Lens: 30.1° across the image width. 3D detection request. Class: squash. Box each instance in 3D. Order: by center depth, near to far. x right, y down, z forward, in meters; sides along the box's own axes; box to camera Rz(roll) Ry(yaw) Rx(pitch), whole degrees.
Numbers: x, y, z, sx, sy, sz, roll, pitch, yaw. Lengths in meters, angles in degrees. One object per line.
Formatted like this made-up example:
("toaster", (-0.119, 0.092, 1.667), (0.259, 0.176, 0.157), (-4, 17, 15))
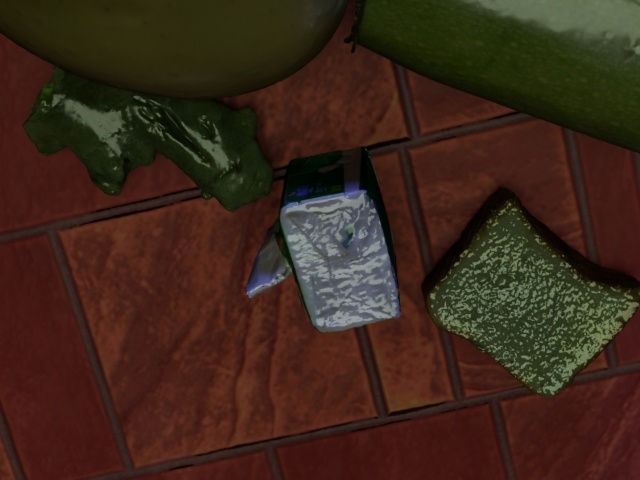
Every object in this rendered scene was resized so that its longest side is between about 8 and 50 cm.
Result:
("squash", (0.232, -0.254, 1.200), (0.384, 0.263, 0.263), (18, 107, -3))

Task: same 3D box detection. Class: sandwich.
("sandwich", (0.244, 0.063, 1.399), (0.214, 0.065, 0.186), (37, 105, -9))

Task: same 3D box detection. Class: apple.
("apple", (-0.158, -0.355, 1.091), (0.473, 0.474, 0.474), (1, 108, 2))

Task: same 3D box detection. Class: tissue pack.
("tissue pack", (-0.001, -0.001, 1.311), (0.156, 0.209, 0.148), (-12, 107, 6))

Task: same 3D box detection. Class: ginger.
("ginger", (-0.193, -0.114, 1.349), (0.289, 0.089, 0.137), (8, 89, -6))
